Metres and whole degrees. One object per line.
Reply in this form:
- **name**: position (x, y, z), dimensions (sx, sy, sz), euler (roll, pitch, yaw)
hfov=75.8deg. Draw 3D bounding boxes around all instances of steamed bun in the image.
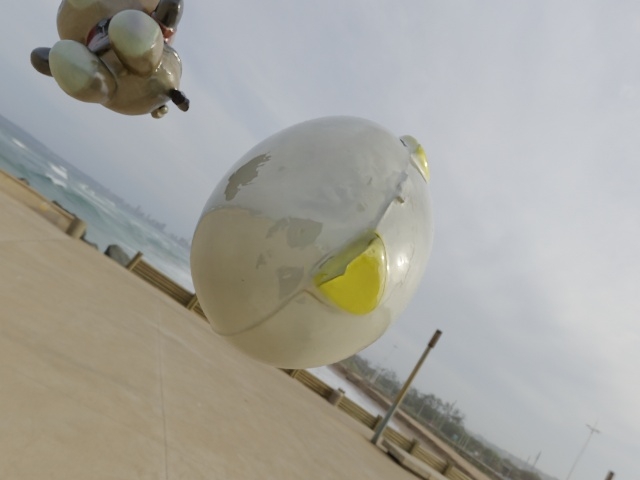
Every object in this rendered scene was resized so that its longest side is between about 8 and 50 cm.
- **steamed bun**: position (-0.004, -0.005, 0.580), dimensions (0.334, 0.374, 0.333), euler (17, -41, 15)

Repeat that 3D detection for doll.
- **doll**: position (-0.308, -0.314, 0.653), dimensions (0.329, 0.235, 0.174), euler (64, 6, 34)
